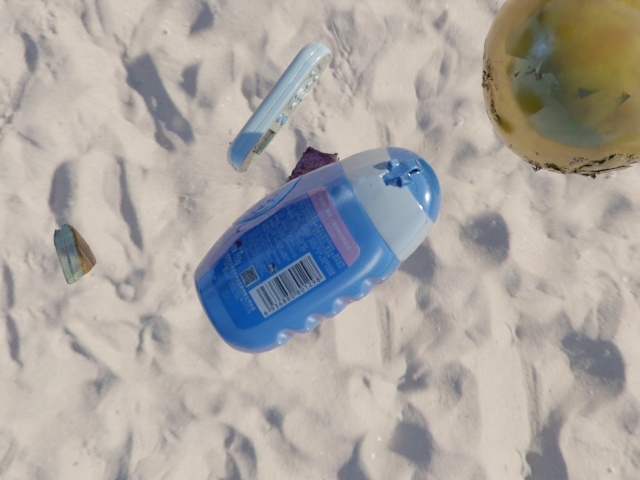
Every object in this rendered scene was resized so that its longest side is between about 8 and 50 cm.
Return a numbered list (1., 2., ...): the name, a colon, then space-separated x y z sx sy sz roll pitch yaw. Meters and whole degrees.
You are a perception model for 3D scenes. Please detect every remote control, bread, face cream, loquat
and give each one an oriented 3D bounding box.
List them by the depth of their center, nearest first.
1. face cream: 0.000 0.000 0.720 0.263 0.083 0.149 -33 66 12
2. loquat: 0.288 -0.182 0.773 0.234 0.235 0.235 1 95 8
3. remote control: -0.069 -0.213 1.149 0.047 0.087 0.244 38 96 2
4. bread: -0.389 0.028 1.150 0.043 0.062 0.109 -30 62 3

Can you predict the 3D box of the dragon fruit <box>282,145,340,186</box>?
1. dragon fruit: -0.003 0.014 1.080 0.161 0.126 0.274 23 79 32
